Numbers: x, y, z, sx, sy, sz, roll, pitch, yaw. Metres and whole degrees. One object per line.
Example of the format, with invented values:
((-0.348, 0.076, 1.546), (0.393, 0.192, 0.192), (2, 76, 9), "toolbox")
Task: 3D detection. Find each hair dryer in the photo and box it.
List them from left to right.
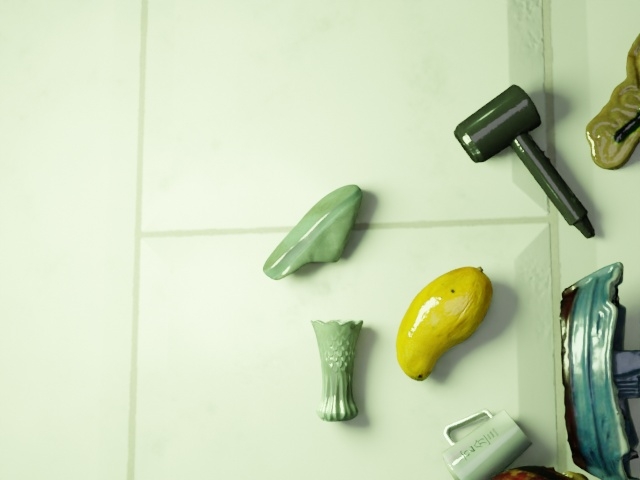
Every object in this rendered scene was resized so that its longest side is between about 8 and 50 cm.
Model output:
((0.307, -0.096, 1.236), (0.114, 0.070, 0.248), (-35, 84, 7), "hair dryer")

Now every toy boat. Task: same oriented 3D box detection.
((0.400, 0.183, 1.128), (0.142, 0.129, 0.309), (-6, 82, 29), "toy boat")

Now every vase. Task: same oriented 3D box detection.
((0.024, 0.192, 1.257), (0.081, 0.081, 0.149), (-1, 85, 15), "vase")

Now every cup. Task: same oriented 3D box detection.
((0.226, 0.288, 1.200), (0.116, 0.074, 0.104), (-41, 46, 2), "cup")

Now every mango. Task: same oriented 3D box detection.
((0.175, 0.113, 1.229), (0.098, 0.075, 0.190), (42, 101, 22), "mango")

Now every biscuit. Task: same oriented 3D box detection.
((0.509, -0.225, 1.202), (0.320, 0.047, 0.183), (-37, 72, 9), "biscuit")

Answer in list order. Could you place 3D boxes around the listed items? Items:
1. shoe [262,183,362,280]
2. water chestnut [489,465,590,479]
((0.000, 0.000, 1.300), (0.195, 0.079, 0.078), (-42, 110, -2), "shoe")
((0.285, 0.413, 1.085), (0.223, 0.238, 0.224), (21, 130, 27), "water chestnut")
